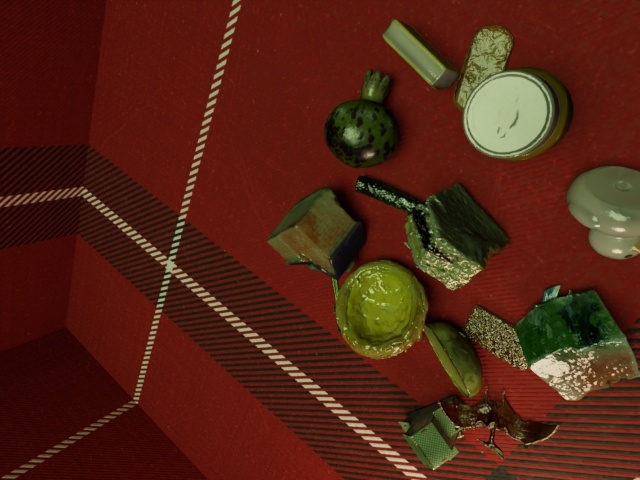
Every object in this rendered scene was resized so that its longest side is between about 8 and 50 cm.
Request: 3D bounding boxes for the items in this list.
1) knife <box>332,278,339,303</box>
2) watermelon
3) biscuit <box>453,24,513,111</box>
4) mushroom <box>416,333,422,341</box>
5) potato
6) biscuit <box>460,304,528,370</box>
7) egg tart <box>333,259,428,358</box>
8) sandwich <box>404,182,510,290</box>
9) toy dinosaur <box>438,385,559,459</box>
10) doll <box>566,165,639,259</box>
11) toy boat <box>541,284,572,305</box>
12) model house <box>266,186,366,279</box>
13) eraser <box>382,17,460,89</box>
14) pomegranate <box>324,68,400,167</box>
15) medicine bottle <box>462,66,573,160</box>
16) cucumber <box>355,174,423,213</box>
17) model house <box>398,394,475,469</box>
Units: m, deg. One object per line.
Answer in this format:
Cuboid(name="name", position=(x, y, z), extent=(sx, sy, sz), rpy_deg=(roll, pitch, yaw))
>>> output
Cuboid(name="knife", position=(0.067, 0.223, 1.725), extent=(0.022, 0.026, 0.183), rpy_deg=(-9, 98, -6))
Cuboid(name="watermelon", position=(0.732, 0.315, 1.218), extent=(0.264, 0.151, 0.302), rpy_deg=(-37, 90, 35))
Cuboid(name="biscuit", position=(0.471, -0.491, 1.262), extent=(0.119, 0.029, 0.246), rpy_deg=(22, 114, 19))
Cuboid(name="mushroom", position=(0.268, 0.317, 1.582), extent=(0.213, 0.088, 0.096), rpy_deg=(-2, 70, 28))
Cuboid(name="potato", position=(0.459, 0.376, 1.445), extent=(0.111, 0.160, 0.271), rpy_deg=(-26, 69, -6))
Cuboid(name="biscuit", position=(0.585, 0.318, 1.413), extent=(0.231, 0.025, 0.130), rpy_deg=(29, 118, 24))
Cuboid(name="egg tart", position=(0.215, 0.245, 1.509), extent=(0.346, 0.132, 0.344), rpy_deg=(-11, 61, 21))
Cuboid(name="sandwich", position=(0.384, -0.017, 1.267), extent=(0.262, 0.325, 0.131), rpy_deg=(52, 135, 9))
Cuboid(name="toy dinosaur", position=(0.559, 0.580, 1.416), extent=(0.327, 0.113, 0.206), rpy_deg=(34, 80, 20))
Cuboid(name="doll", position=(0.755, -0.064, 1.122), extent=(0.251, 0.221, 0.221), rpy_deg=(54, 127, 37))
Cuboid(name="toy boat", position=(0.729, 0.199, 1.291), extent=(0.150, 0.034, 0.105), rpy_deg=(30, 115, 9))
Cuboid(name="model house", position=(0.000, 0.000, 1.604), extent=(0.280, 0.245, 0.312), rpy_deg=(43, 155, -15))
Cuboid(name="eraser", position=(0.300, -0.543, 1.278), extent=(0.226, 0.158, 0.069), rpy_deg=(51, 122, 12))
Cuboid(name="pomegranate", position=(0.161, -0.376, 1.400), extent=(0.242, 0.242, 0.306), rpy_deg=(42, 91, 17))
Cuboid(name="medicine bottle", position=(0.495, -0.310, 1.079), extent=(0.225, 0.384, 0.224), rpy_deg=(10, 109, 30))
Cuboid(name="cucumber", position=(0.252, -0.144, 1.478), extent=(0.294, 0.068, 0.067), rpy_deg=(27, 116, 23))
Cuboid(name="model house", position=(0.400, 0.691, 1.525), extent=(0.271, 0.206, 0.178), rpy_deg=(-36, 82, 34))
